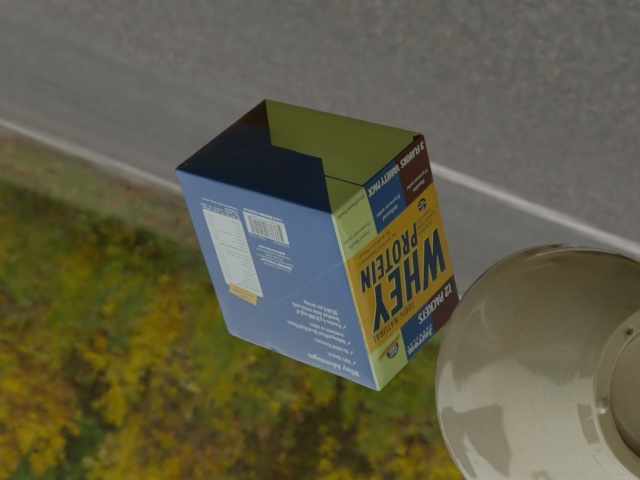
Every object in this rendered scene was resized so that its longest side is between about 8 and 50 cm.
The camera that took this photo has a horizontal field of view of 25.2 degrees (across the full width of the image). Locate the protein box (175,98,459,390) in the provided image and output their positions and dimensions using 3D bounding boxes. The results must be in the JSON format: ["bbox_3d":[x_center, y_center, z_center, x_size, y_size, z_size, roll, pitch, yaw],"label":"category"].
[{"bbox_3d":[0.000,0.000,1.349,0.199,0.136,0.201,17,135,39],"label":"protein box"}]

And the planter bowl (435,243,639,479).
[{"bbox_3d":[0.158,0.080,0.772,0.162,0.162,0.109,23,169,-21],"label":"planter bowl"}]
